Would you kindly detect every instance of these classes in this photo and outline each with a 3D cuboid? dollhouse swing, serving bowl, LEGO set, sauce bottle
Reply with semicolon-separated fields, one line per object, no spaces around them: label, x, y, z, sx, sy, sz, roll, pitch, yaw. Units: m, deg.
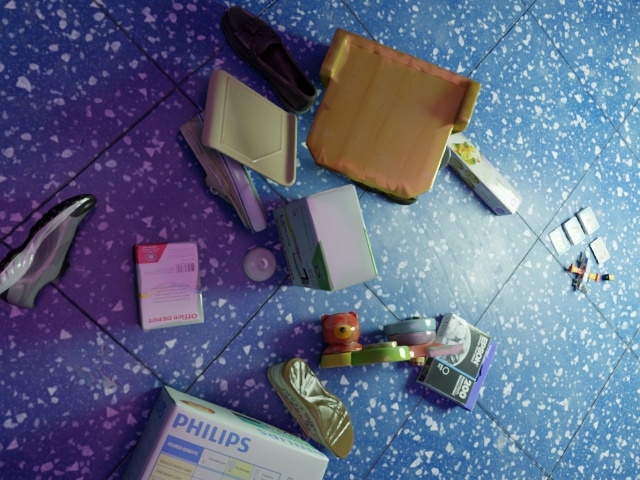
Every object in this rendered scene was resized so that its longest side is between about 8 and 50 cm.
dollhouse swing;0.148;-0.283;1.296;0.346;0.315;0.305;20;97;-1
serving bowl;-0.142;0.056;1.288;0.083;0.027;0.084;1;87;-21
LEGO set;0.829;0.042;1.667;0.182;0.060;0.245;-31;99;-17
sauce bottle;0.254;0.265;1.428;0.042;0.042;0.128;2;85;-22

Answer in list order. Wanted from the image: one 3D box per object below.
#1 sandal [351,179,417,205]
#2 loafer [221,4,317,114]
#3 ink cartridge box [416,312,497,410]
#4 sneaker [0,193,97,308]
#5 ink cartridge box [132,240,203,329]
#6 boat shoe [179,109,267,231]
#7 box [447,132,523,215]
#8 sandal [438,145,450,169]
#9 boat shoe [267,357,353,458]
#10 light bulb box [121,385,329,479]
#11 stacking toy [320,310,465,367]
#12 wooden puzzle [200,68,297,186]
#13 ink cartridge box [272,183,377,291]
sandal;0.161;-0.158;1.393;0.219;0.090;0.060;22;69;-19
loafer;-0.112;-0.444;1.295;0.109;0.095;0.303;-45;103;-18
ink cartridge box;0.388;0.335;1.477;0.208;0.045;0.207;31;76;-19
sneaker;-0.548;0.017;1.100;0.108;0.100;0.272;43;76;-29
ink cartridge box;-0.329;0.094;1.156;0.128;0.127;0.177;-3;88;-23
boat shoe;-0.220;-0.150;1.244;0.094;0.109;0.303;-26;92;1
box;0.435;-0.198;1.517;0.324;0.067;0.063;42;74;-15
sandal;0.207;-0.235;1.393;0.254;0.054;0.097;13;112;-12
boat shoe;-0.019;0.401;1.295;0.104;0.089;0.285;-43;107;-45
light bulb box;-0.230;0.544;1.117;0.357;0.225;0.361;27;77;-18
stacking toy;0.163;0.217;1.269;0.308;0.279;0.131;-3;77;-16
wooden puzzle;-0.159;-0.252;1.237;0.238;0.044;0.221;23;53;-35
ink cartridge box;0.000;0.000;1.216;0.117;0.278;0.202;-16;93;-19
